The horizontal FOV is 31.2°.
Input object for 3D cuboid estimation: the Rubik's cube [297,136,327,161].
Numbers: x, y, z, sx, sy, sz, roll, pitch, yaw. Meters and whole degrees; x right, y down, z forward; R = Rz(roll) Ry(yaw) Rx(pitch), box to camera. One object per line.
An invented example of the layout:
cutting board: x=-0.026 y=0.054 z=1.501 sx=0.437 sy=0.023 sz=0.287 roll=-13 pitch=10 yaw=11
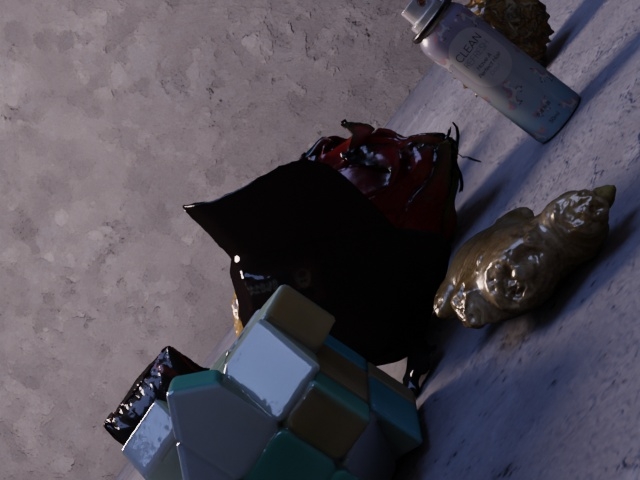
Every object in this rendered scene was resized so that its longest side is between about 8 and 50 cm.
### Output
Rubik's cube: x=0.000 y=0.000 z=1.802 sx=0.250 sy=0.284 sz=0.234 roll=-95 pitch=2 yaw=-46

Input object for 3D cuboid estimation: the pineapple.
pineapple: x=0.263 y=-0.296 z=1.751 sx=0.166 sy=0.166 sz=0.193 roll=-56 pitch=-1 yaw=-23

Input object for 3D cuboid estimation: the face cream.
face cream: x=0.195 y=-0.211 z=1.357 sx=0.075 sy=0.229 sz=0.075 roll=-53 pitch=6 yaw=7

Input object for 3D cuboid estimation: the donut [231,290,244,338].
donut: x=-0.050 y=0.109 z=1.612 sx=0.114 sy=0.226 sz=0.226 roll=-11 pitch=18 yaw=13

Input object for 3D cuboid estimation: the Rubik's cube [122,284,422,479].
Rubik's cube: x=-0.050 y=0.184 z=1.037 sx=0.265 sy=0.213 sz=0.224 roll=-55 pitch=6 yaw=9

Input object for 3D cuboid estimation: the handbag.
handbag: x=-0.192 y=0.275 z=1.696 sx=0.169 sy=0.215 sz=0.155 roll=-51 pitch=-4 yaw=-12

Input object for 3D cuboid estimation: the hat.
hat: x=-0.003 y=0.073 z=1.197 sx=0.238 sy=0.336 sz=0.208 roll=-17 pitch=60 yaw=34

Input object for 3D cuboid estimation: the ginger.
ginger: x=0.170 y=0.022 z=0.976 sx=0.137 sy=0.074 sz=0.213 roll=-55 pitch=12 yaw=-16

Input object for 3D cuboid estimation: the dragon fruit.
dragon fruit: x=0.084 y=-0.045 z=1.474 sx=0.293 sy=0.234 sz=0.233 roll=-28 pitch=22 yaw=44
